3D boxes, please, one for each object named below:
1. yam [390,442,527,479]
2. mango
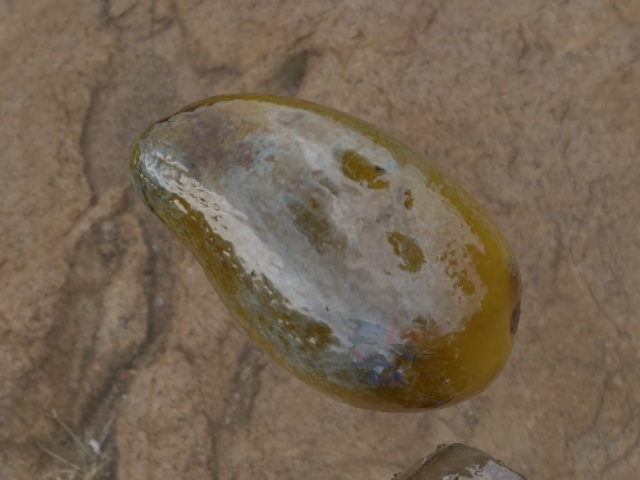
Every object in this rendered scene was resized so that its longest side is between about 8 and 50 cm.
[{"bbox_3d":[0.051,0.237,0.682,0.238,0.129,0.128,-33,96,-24],"label":"yam"},{"bbox_3d":[0.000,0.000,0.741,0.316,0.146,0.193,34,118,11],"label":"mango"}]
